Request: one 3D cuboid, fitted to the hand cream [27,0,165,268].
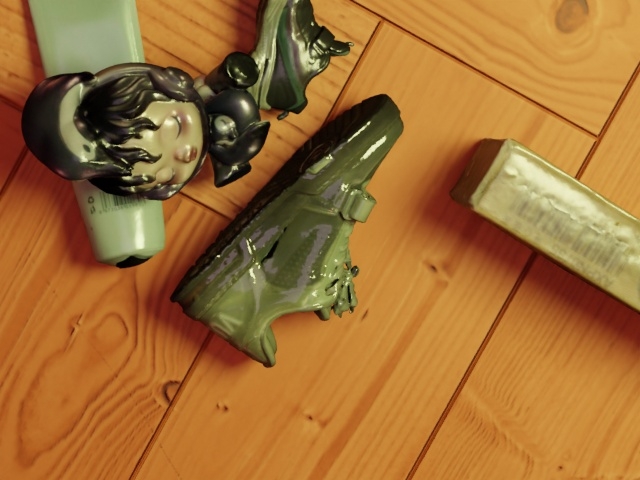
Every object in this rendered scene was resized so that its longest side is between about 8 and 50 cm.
[{"bbox_3d":[-0.214,-0.131,1.725,0.109,0.067,0.320,-11,92,-3],"label":"hand cream"}]

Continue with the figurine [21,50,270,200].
[{"bbox_3d":[-0.169,-0.114,1.651,0.222,0.145,0.145,-11,98,-32],"label":"figurine"}]

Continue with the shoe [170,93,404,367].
[{"bbox_3d":[0.001,0.001,1.727,0.293,0.109,0.149,-43,101,5],"label":"shoe"}]

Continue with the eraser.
[{"bbox_3d":[0.294,0.018,1.722,0.343,0.144,0.078,32,92,-5],"label":"eraser"}]

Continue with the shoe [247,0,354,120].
[{"bbox_3d":[-0.017,-0.195,1.720,0.099,0.071,0.169,15,99,-8],"label":"shoe"}]
